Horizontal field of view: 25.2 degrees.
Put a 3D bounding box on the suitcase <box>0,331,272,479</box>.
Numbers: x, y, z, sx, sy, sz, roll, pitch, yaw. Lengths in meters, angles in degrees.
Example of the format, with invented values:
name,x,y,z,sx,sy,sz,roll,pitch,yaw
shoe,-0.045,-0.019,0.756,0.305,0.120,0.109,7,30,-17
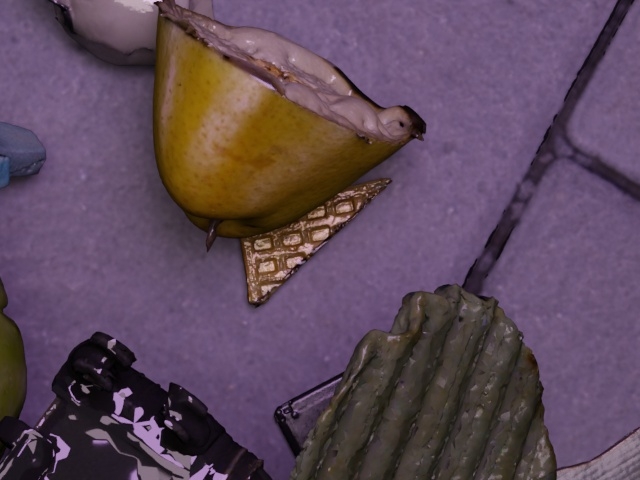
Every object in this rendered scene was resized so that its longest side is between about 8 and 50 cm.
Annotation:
name,x,y,z,sx,sy,sz,roll,pitch,yaw
suitcase,-0.166,0.254,1.070,0.194,0.434,0.283,33,70,7

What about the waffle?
name,x,y,z,sx,sy,sz,roll,pitch,yaw
waffle,0.000,0.000,1.312,0.152,0.023,0.098,-12,86,-6

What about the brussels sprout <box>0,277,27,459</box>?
name,x,y,z,sx,sy,sz,roll,pitch,yaw
brussels sprout,-0.396,0.088,1.176,0.316,0.242,0.274,3,102,14

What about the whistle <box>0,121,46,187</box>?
name,x,y,z,sx,sy,sz,roll,pitch,yaw
whistle,-0.361,-0.089,1.206,0.274,0.186,0.093,4,117,-40

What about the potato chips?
name,x,y,z,sx,sy,sz,roll,pitch,yaw
potato chips,0.081,0.244,1.175,0.358,0.070,0.429,7,100,-45

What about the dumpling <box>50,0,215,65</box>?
name,x,y,z,sx,sy,sz,roll,pitch,yaw
dumpling,-0.174,-0.238,1.294,0.176,0.092,0.150,11,70,1

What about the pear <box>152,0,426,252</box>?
name,x,y,z,sx,sy,sz,roll,pitch,yaw
pear,-0.063,-0.085,1.229,0.267,0.267,0.178,31,106,-1

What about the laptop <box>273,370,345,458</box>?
name,x,y,z,sx,sy,sz,roll,pitch,yaw
laptop,0.064,0.170,1.305,0.180,0.016,0.129,-28,86,-5

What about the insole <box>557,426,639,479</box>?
name,x,y,z,sx,sy,sz,roll,pitch,yaw
insole,0.254,0.225,1.320,0.188,0.004,0.064,-30,89,-7
